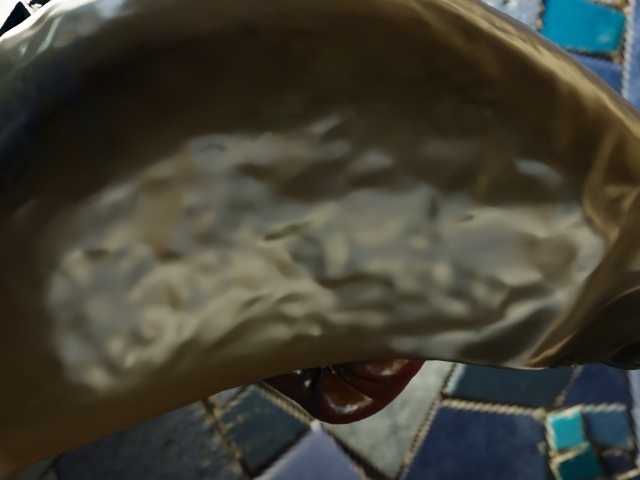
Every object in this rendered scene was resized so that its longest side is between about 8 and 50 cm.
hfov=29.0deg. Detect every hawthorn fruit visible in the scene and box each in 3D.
[{"bbox_3d":[0.009,0.047,0.789,0.140,0.125,0.125,-115,0,-58],"label":"hawthorn fruit"}]

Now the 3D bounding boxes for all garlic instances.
[{"bbox_3d":[0.010,-0.015,0.474,0.151,0.339,0.196,-125,30,-73],"label":"garlic"}]

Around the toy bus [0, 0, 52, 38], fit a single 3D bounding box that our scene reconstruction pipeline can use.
[{"bbox_3d":[-0.161,-0.108,0.805,0.123,0.335,0.121,32,-173,-30],"label":"toy bus"}]
